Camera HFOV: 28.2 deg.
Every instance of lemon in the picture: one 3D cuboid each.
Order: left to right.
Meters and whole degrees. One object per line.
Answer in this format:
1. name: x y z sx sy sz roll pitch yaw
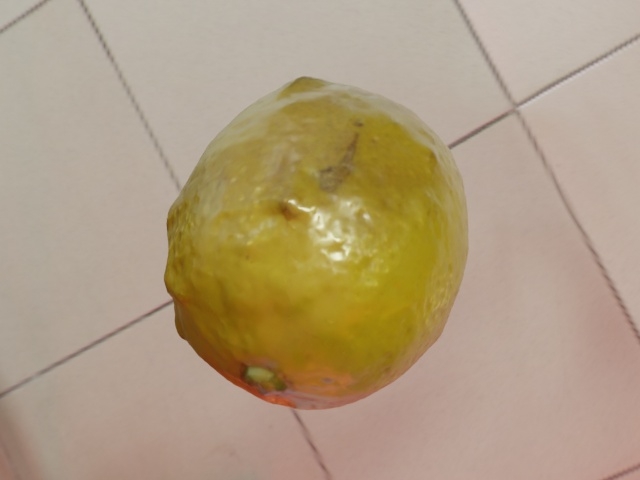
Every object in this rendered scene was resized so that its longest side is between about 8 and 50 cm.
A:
1. lemon: 0.000 0.000 0.991 0.234 0.233 0.288 4 55 20
